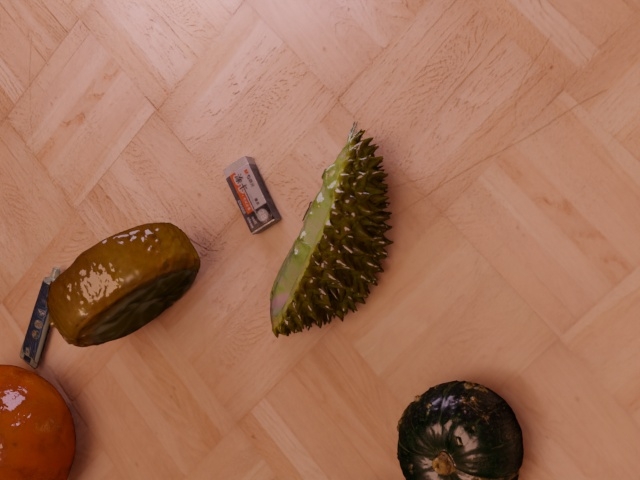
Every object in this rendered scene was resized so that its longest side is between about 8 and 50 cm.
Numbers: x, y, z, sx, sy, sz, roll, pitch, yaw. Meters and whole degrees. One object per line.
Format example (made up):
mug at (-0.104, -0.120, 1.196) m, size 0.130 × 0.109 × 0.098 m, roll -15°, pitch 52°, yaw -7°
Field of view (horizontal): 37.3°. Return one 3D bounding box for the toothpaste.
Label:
toothpaste at (-0.513, 0.140, 1.749) m, size 0.057 × 0.035 × 0.197 m, roll 28°, pitch 104°, yaw 33°

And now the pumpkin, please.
pumpkin at (0.195, 0.291, 1.333) m, size 0.190 × 0.146 × 0.190 m, roll -7°, pitch 76°, yaw 30°

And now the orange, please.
orange at (-0.575, 0.360, 1.675) m, size 0.284 × 0.226 × 0.283 m, roll -1°, pitch 88°, yaw 20°

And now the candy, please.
candy at (-0.316, 0.070, 1.531) m, size 0.260 × 0.260 × 0.118 m, roll -41°, pitch 78°, yaw 20°

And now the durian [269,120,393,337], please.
durian at (0.007, -0.001, 1.430) m, size 0.169 × 0.157 × 0.355 m, roll 33°, pitch 104°, yaw 40°

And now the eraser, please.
eraser at (-0.112, -0.074, 1.554) m, size 0.052 × 0.029 × 0.122 m, roll -30°, pitch 77°, yaw 23°
